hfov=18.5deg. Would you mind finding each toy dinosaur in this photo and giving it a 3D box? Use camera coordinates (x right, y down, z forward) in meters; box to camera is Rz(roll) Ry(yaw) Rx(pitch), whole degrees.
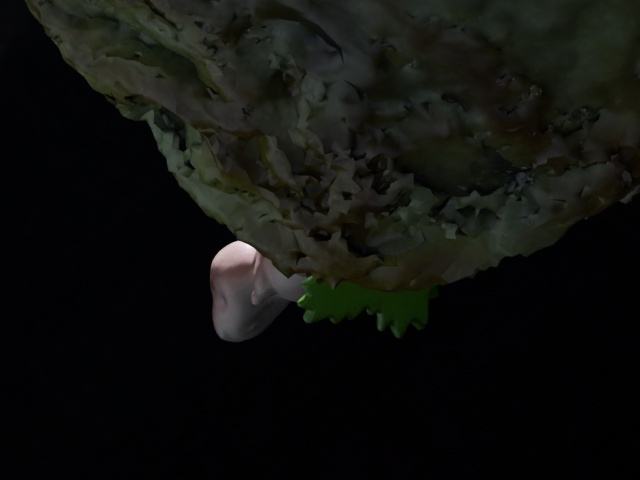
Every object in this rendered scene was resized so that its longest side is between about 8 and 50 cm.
[{"bbox_3d":[0.006,-0.001,1.395,0.177,0.152,0.194,27,-68,52],"label":"toy dinosaur"}]

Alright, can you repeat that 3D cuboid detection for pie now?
[{"bbox_3d":[0.067,-0.183,0.848,0.395,0.418,0.180,43,29,-10],"label":"pie"}]
